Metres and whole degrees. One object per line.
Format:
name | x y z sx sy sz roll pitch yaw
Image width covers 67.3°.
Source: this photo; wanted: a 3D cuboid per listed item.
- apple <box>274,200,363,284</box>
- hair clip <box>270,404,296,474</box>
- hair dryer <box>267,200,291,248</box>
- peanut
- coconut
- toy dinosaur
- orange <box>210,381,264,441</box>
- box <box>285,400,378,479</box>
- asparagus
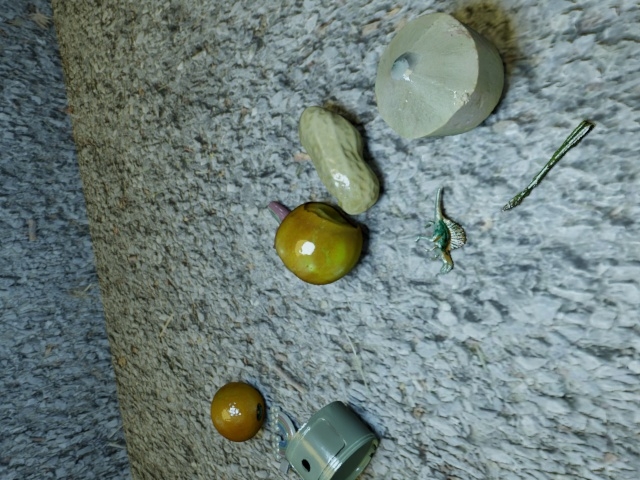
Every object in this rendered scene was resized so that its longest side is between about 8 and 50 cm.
apple | 0.000 0.000 1.291 0.207 0.237 0.237 -46 64 17
hair clip | -0.118 0.685 1.645 0.140 0.054 0.220 0 94 51
hair dryer | -0.134 -0.037 1.527 0.106 0.054 0.154 39 127 38
peanut | 0.050 -0.215 1.249 0.152 0.152 0.313 -38 71 41
coconut | 0.232 -0.328 0.977 0.239 0.244 0.239 11 106 42
toy dinosaur | 0.290 -0.018 1.126 0.106 0.044 0.187 27 103 24
orange | -0.291 0.606 1.698 0.206 0.206 0.206 10 104 43
box | 0.034 0.588 1.349 0.149 0.226 0.226 38 122 33
asparagus | 0.447 -0.140 0.959 0.023 0.022 0.233 27 123 -12
